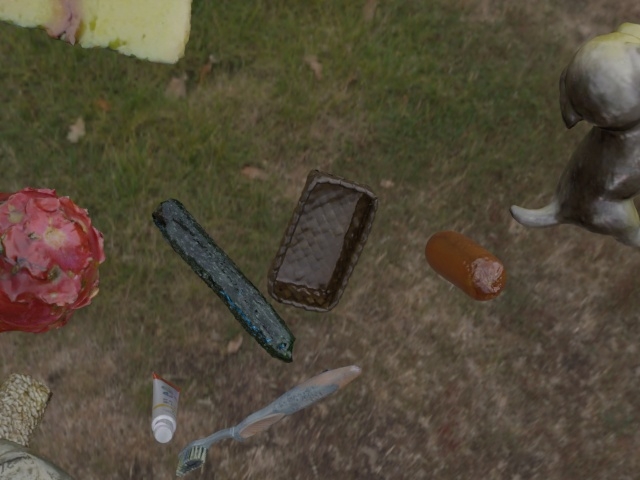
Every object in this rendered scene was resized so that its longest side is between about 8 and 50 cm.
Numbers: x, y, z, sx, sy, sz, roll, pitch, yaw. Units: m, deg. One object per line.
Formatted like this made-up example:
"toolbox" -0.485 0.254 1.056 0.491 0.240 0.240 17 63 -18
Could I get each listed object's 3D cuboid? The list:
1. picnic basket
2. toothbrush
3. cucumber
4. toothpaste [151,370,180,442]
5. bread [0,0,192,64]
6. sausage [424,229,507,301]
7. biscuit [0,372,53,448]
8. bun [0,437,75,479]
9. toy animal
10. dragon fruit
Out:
"picnic basket" 0.000 0.000 1.368 0.110 0.193 0.055 16 22 -18
"toothbrush" -0.073 0.218 1.255 0.028 0.375 0.037 32 46 -24
"cucumber" -0.111 0.044 1.175 0.043 0.044 0.256 -44 64 2
"toothpaste" -0.206 0.219 1.367 0.048 0.190 0.031 33 98 -13
"bread" -0.173 -0.229 0.655 0.168 0.163 0.264 12 77 -29
"sausage" 0.228 0.038 1.613 0.076 0.076 0.197 -11 20 -15
"biscuit" -0.475 0.278 1.588 0.082 0.070 0.168 40 31 -20
"bun" -0.324 0.282 1.040 0.167 0.173 0.113 -11 38 36
"toy animal" 0.292 -0.096 0.980 0.169 0.233 0.121 4 45 -9
"dragon fruit" -0.422 0.036 1.429 0.205 0.268 0.210 39 33 -31
